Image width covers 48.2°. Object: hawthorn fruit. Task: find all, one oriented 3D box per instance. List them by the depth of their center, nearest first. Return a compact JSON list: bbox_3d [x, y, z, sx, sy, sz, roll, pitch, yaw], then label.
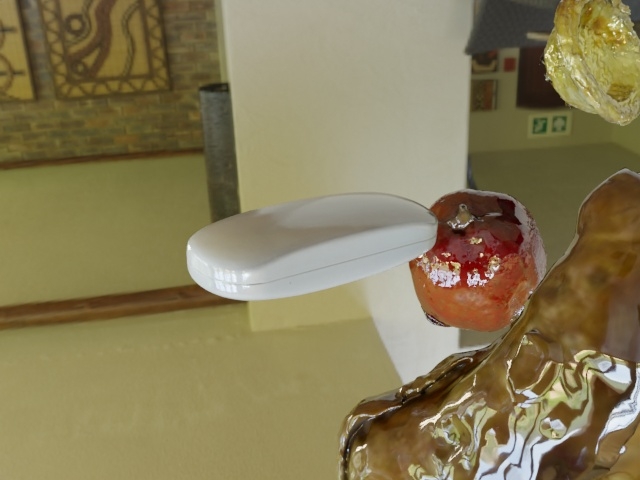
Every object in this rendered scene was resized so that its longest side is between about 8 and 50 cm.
[{"bbox_3d":[0.230,0.017,1.073,0.215,0.249,0.215,-15,-132,17],"label":"hawthorn fruit"}]

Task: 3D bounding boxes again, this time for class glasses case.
[{"bbox_3d":[0.000,0.000,0.498,0.193,0.049,0.074,-13,-151,-37],"label":"glasses case"}]

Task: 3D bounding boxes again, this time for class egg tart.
[{"bbox_3d":[0.404,-0.267,1.058,0.212,0.212,0.090,-19,179,-35],"label":"egg tart"}]

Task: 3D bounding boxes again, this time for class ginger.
[{"bbox_3d":[0.150,0.106,0.456,0.172,0.321,0.165,51,-160,20],"label":"ginger"}]
